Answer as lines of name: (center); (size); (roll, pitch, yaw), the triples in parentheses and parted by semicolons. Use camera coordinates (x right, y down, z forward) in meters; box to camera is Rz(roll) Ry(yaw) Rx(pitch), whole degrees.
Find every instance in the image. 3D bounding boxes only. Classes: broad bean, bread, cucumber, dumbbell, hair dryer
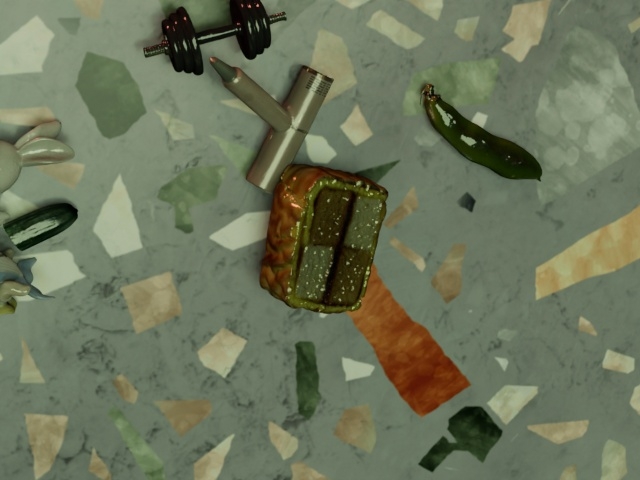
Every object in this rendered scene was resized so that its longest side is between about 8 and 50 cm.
broad bean: (0.251, -0.153, 1.849); (0.255, 0.046, 0.065); (31, 81, -21)
bread: (0.000, 0.000, 1.773); (0.181, 0.096, 0.222); (3, 105, -38)
cucumber: (-0.397, -0.023, 1.692); (0.105, 0.048, 0.048); (-24, 110, -10)
dumbbell: (-0.148, -0.291, 1.664); (0.209, 0.099, 0.099); (-17, 109, -11)
hair dryer: (-0.096, -0.179, 1.688); (0.220, 0.054, 0.195); (17, 102, -51)

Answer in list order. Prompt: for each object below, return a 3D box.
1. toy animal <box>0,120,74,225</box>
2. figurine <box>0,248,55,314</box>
toy animal: (-0.449, -0.105, 1.645); (0.127, 0.131, 0.181); (21, 108, -53)
figurine: (-0.486, 0.077, 1.650); (0.209, 0.128, 0.183); (-8, 131, -27)
